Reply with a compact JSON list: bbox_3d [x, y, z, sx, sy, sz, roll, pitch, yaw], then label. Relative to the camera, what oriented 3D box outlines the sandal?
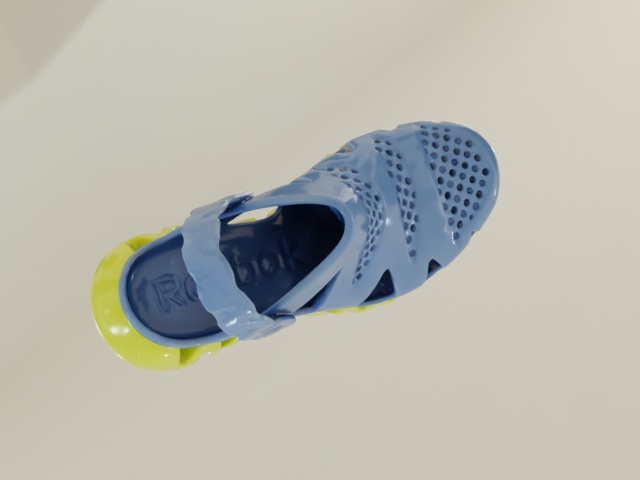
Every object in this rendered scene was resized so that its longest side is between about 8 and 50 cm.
[{"bbox_3d":[0.000,0.000,1.349,0.317,0.126,0.138,-26,178,-23],"label":"sandal"}]
